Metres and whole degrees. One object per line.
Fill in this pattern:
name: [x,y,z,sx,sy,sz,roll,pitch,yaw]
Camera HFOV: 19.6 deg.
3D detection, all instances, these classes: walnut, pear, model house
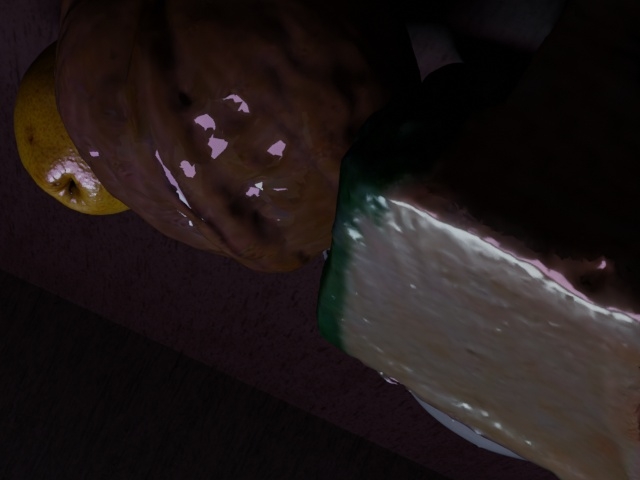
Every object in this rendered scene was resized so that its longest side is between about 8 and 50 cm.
walnut: [-0.063,-0.126,1.615,0.306,0.306,0.344,14,149,37]
pear: [-0.248,-0.130,2.094,0.209,0.208,0.209,23,166,6]
model house: [0.219,-0.041,1.436,0.335,0.342,0.382,30,159,14]

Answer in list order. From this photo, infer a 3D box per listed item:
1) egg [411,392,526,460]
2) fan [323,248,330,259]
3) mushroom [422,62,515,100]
egg: [0.263,0.149,2.188,0.371,0.230,0.230,21,166,-7]
fan: [0.000,0.000,2.542,0.113,0.005,0.175,21,166,14]
mushroom: [0.245,-0.078,1.668,0.333,0.107,0.087,23,130,10]
